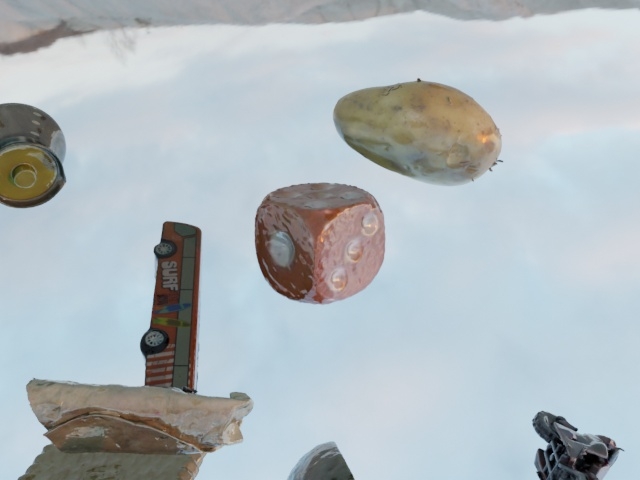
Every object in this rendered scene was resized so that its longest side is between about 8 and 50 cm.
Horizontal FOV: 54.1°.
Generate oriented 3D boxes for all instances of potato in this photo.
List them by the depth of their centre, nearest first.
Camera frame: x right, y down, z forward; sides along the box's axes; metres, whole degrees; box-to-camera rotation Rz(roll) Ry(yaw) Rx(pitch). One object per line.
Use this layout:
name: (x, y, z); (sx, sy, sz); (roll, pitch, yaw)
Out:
potato: (0.139, -0.156, 0.889); (0.235, 0.161, 0.128); (5, -124, 34)

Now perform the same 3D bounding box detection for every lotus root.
lotus root: (-0.003, 0.467, 1.095); (0.210, 0.142, 0.314); (-39, -165, -17)

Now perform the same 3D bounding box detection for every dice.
dice: (0.000, 0.000, 1.097); (0.179, 0.174, 0.175); (-17, -156, -41)

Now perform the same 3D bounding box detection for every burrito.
burrito: (-0.183, 0.185, 0.654); (0.226, 0.087, 0.060); (3, -148, -8)

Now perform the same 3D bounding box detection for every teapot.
teapot: (-0.408, -0.112, 0.804); (0.166, 0.130, 0.119); (10, -151, -42)

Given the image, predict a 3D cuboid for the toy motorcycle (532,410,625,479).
toy motorcycle: (0.354, 0.314, 0.843); (0.122, 0.082, 0.213); (19, -159, 3)

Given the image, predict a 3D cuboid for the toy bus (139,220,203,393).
toy bus: (-0.257, 0.128, 1.096); (0.092, 0.093, 0.408); (1, -136, -8)

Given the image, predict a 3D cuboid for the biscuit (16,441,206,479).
biscuit: (-0.263, 0.309, 0.670); (0.217, 0.044, 0.325); (0, -162, 6)
